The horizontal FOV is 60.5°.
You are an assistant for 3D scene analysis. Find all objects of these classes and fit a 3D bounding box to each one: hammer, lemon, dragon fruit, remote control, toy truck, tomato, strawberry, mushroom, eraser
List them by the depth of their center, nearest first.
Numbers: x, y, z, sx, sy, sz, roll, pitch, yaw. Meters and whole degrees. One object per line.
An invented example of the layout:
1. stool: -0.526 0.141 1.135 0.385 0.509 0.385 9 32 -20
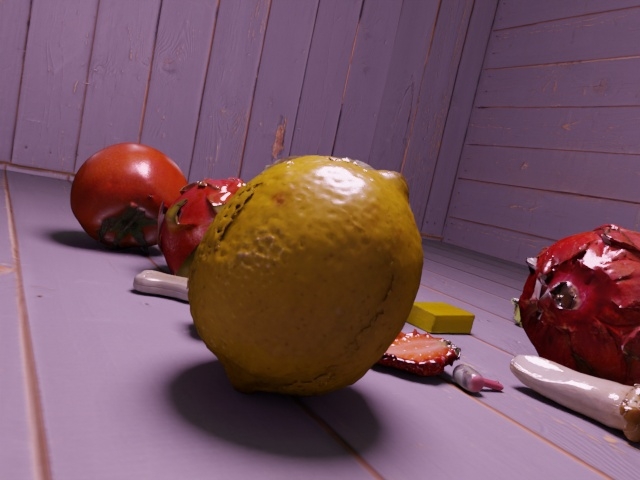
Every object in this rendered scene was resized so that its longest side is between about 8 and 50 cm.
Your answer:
1. lemon: -0.011 0.037 0.643 0.258 0.310 0.258 38 -1 1
2. mushroom: 0.376 0.219 0.789 0.084 0.071 0.209 -32 29 -32
3. hammer: 0.236 0.208 0.805 0.083 0.031 0.052 21 5 -23
4. strawberry: 0.140 0.175 0.828 0.152 0.048 0.104 -3 15 -8
5. dragon fruit: 0.494 0.120 0.929 0.302 0.295 0.296 23 -2 -38
6. remote control: -0.262 0.081 0.961 0.122 0.032 0.074 11 6 -2
7. dragon fruit: -0.218 -0.016 1.103 0.224 0.226 0.224 7 13 -2
8. eraser: 0.245 0.160 1.151 0.123 0.045 0.097 7 8 -34
9. tomato: -0.431 -0.099 1.254 0.256 0.255 0.224 10 49 -19
10. toy truck: 0.538 0.178 1.404 0.100 0.077 0.169 18 9 24

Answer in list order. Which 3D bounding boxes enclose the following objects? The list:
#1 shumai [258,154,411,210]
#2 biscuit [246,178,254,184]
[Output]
1. shumai: 0.000 0.000 1.169 0.330 0.292 0.288 33 -30 13
2. biscuit: -0.096 -0.027 1.338 0.344 0.288 0.057 41 21 -44
